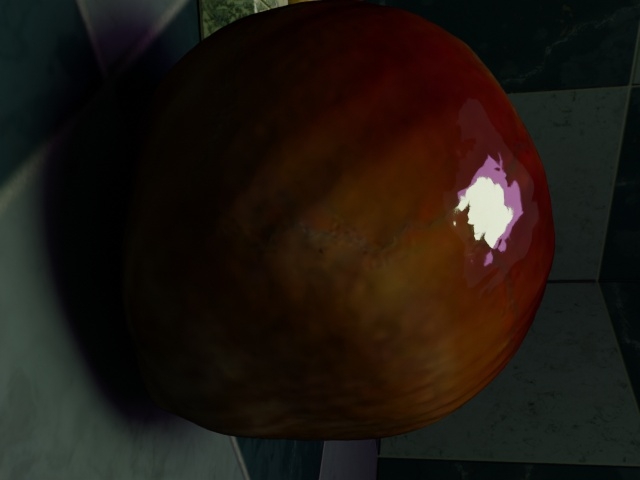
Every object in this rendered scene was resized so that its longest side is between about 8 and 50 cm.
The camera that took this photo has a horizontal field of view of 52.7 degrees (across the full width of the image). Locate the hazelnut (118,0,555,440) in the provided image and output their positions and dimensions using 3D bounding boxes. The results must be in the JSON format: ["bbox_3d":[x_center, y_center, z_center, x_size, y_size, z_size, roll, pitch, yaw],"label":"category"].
[{"bbox_3d":[0.000,0.000,0.567,0.409,0.358,0.359,82,12,-53],"label":"hazelnut"}]

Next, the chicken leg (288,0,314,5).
[{"bbox_3d":[-0.024,-0.427,0.896,0.295,0.181,0.410,-108,-155,-57],"label":"chicken leg"}]

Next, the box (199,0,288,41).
[{"bbox_3d":[-0.085,-0.223,0.786,0.164,0.069,0.257,-35,123,-78],"label":"box"}]
